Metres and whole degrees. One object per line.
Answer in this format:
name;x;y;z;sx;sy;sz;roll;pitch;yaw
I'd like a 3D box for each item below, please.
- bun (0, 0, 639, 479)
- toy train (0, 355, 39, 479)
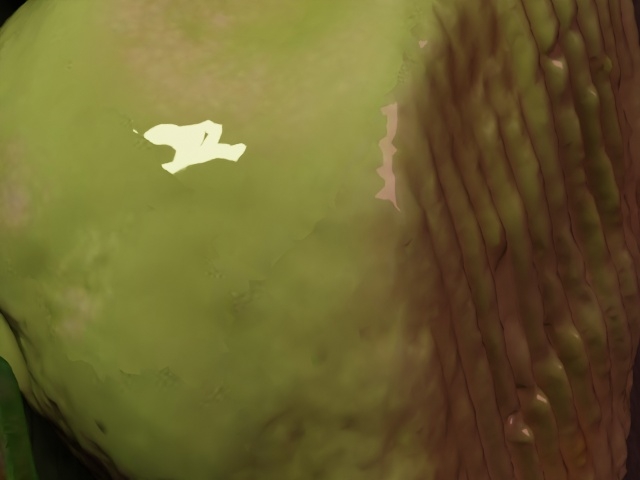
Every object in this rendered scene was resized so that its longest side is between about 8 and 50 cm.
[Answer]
bun;0.000;0.000;0.708;0.361;0.213;0.361;-20;112;-60
toy train;-0.165;0.055;0.393;0.243;0.132;0.188;-19;99;-58
